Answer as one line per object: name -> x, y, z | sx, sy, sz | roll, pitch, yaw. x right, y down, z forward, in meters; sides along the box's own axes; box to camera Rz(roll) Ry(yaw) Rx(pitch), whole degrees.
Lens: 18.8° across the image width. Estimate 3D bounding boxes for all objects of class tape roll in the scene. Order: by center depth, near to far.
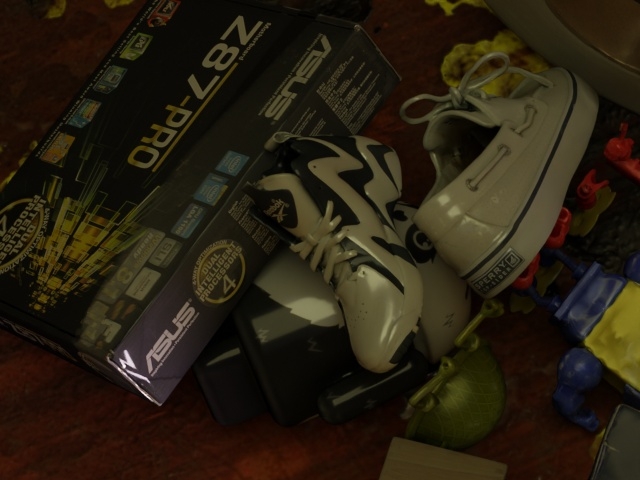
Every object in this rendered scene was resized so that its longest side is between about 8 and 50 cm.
tape roll -> 0.310, -0.229, 1.808 | 0.392, 0.392, 0.072 | 28, 74, 14

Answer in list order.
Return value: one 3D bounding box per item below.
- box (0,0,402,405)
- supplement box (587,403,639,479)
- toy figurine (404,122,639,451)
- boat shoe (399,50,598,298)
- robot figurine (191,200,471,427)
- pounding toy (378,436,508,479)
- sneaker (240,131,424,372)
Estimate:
box -> -0.151, -0.058, 1.858 | 0.318, 0.097, 0.395 | 21, 70, 46
supplement box -> 0.294, 0.301, 1.630 | 0.195, 0.356, 0.194 | 20, 72, 11
toy figurine -> 0.266, 0.097, 1.806 | 0.217, 0.191, 0.362 | 36, 77, 10
boat shoe -> 0.150, -0.095, 1.813 | 0.156, 0.136, 0.367 | 40, 36, -8
robot figurine -> 0.006, 0.069, 1.834 | 0.278, 0.173, 0.209 | -23, 83, -4
pounding toy -> 0.112, 0.277, 1.782 | 0.130, 0.141, 0.100 | 13, 43, 9
sneaker -> 0.000, 0.000, 1.684 | 0.153, 0.094, 0.235 | 14, 59, -29
